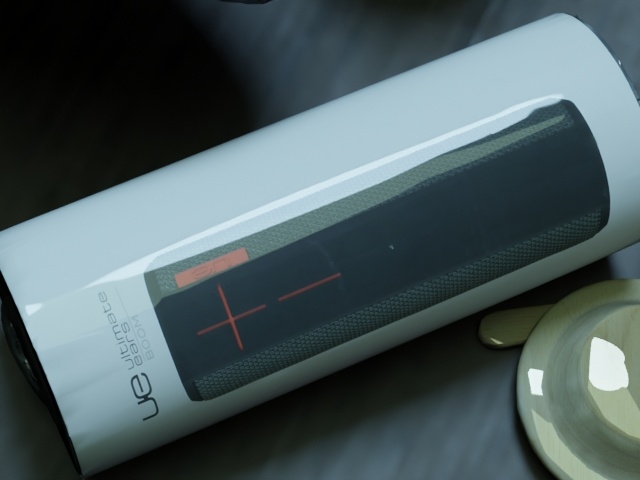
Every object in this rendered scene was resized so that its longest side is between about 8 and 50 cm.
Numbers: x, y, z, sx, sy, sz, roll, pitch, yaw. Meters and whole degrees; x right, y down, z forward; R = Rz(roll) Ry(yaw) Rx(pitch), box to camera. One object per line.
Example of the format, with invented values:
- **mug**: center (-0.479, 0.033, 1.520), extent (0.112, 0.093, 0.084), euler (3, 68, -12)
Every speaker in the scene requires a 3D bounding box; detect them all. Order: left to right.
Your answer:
- **speaker**: center (0.000, 0.000, 0.378), extent (0.136, 0.055, 0.055), euler (-22, 70, -12)

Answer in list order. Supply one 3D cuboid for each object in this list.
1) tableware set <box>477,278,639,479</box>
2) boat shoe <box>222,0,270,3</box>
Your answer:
- **tableware set**: center (0.121, 0.055, 0.381), extent (0.141, 0.020, 0.169), euler (-14, 67, -11)
- **boat shoe**: center (-0.134, -0.087, 0.385), extent (0.285, 0.103, 0.092), euler (15, 107, 10)
